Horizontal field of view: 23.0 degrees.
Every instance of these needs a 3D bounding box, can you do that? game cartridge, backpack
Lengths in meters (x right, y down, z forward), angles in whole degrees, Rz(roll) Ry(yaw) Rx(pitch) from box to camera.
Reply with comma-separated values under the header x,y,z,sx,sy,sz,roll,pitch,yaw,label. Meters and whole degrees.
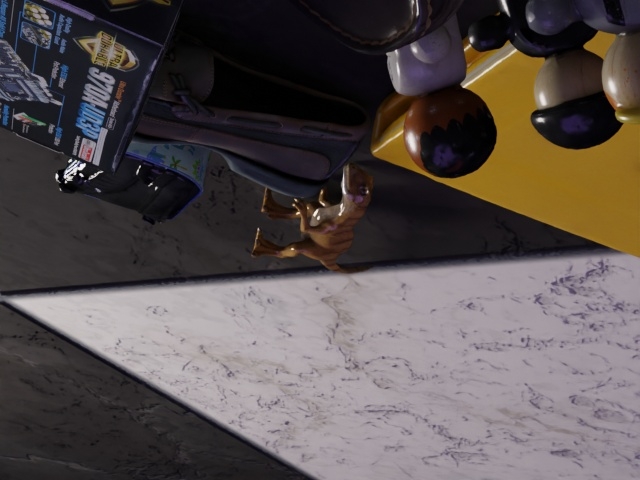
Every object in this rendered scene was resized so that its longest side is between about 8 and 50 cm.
x,y,z,sx,sy,sz,roll,pitch,yaw,label
0.240,-0.072,1.115,0.324,0.052,0.285,19,156,-21,game cartridge
-0.139,-0.072,1.247,0.105,0.084,0.114,21,161,-20,backpack

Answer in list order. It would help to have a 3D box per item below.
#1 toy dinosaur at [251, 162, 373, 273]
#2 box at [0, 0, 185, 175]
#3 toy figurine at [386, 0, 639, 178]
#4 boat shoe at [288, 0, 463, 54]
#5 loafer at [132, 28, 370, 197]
x,y,z,sx,sy,sz,roll,pitch,yaw,label
0.000,0.000,1.374,0.112,0.064,0.211,11,157,-1,toy dinosaur
-0.163,-0.114,0.783,0.175,0.051,0.220,23,163,-6,box
0.143,-0.117,0.822,0.213,0.148,0.209,-11,-172,41,toy figurine
-0.084,-0.206,0.703,0.355,0.130,0.132,44,145,-9,boat shoe
-0.082,-0.114,1.146,0.267,0.096,0.084,20,137,-35,loafer
